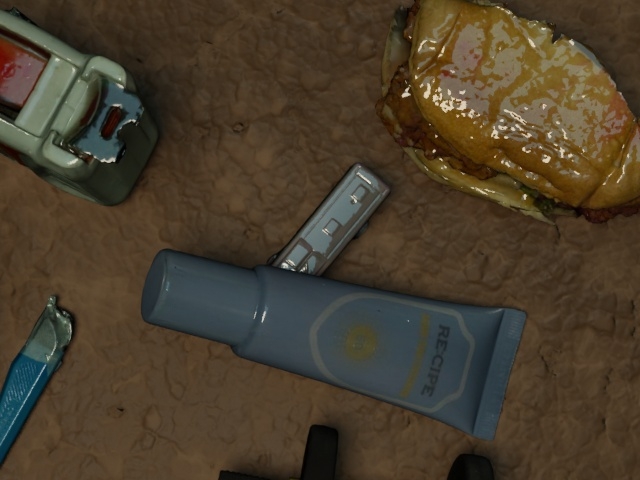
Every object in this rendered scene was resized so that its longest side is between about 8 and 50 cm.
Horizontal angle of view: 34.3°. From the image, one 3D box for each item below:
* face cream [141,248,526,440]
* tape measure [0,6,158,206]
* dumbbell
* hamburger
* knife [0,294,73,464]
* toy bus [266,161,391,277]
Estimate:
[{"bbox_3d":[0.023,0.089,0.981,0.385,0.086,0.136,16,87,-23],"label":"face cream"},{"bbox_3d":[-0.261,-0.133,0.963,0.246,0.243,0.125,29,82,2],"label":"tape measure"},{"bbox_3d":[0.063,0.258,0.971,0.325,0.143,0.143,11,82,0],"label":"dumbbell"},{"bbox_3d":[0.183,-0.126,1.021,0.245,0.155,0.282,-20,87,-1],"label":"hamburger"},{"bbox_3d":[-0.322,0.193,1.031,0.044,0.026,0.297,28,85,5],"label":"knife"},{"bbox_3d":[0.000,0.000,1.040,0.057,0.072,0.172,40,84,-1],"label":"toy bus"}]
